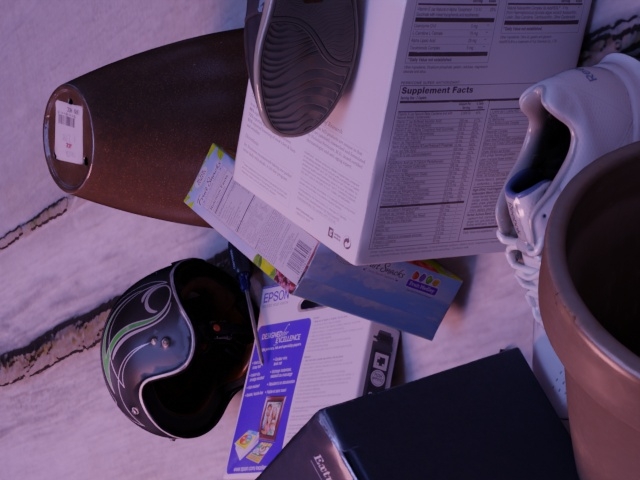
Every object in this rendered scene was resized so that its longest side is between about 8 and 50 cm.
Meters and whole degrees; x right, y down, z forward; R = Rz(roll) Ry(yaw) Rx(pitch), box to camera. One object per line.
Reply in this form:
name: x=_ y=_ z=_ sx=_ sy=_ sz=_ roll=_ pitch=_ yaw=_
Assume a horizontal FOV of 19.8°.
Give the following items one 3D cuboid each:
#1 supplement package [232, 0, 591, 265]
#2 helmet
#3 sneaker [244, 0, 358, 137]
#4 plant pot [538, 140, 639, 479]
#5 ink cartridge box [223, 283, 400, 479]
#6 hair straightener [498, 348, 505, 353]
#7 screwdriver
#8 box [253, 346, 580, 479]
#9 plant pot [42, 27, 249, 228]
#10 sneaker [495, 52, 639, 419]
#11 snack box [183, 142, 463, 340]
supplement package: x=0.075 y=-0.142 z=1.535 sx=0.199 sy=0.198 sz=0.262 roll=36 pitch=122 yaw=48
helmet: x=-0.152 y=0.118 z=1.923 sx=0.161 sy=0.169 sz=0.169 roll=-46 pitch=56 yaw=28
sneaker: x=-0.026 y=-0.199 z=1.449 sx=0.118 sy=0.083 sz=0.222 roll=-140 pitch=51 yaw=-64
plant pot: x=0.267 y=0.092 z=1.283 sx=0.263 sy=0.263 sz=0.229 roll=54 pitch=152 yaw=36
ink cartridge box: x=-0.005 y=0.136 z=1.794 sx=0.206 sy=0.045 sz=0.208 roll=-12 pitch=63 yaw=54
hair straightener: x=0.153 y=0.210 z=1.618 sx=0.089 sy=0.047 sz=0.230 roll=13 pitch=100 yaw=29
screwdriver: x=-0.077 y=0.063 z=1.889 sx=0.025 sy=0.024 sz=0.170 roll=-21 pitch=50 yaw=15
box: x=0.064 y=0.321 z=1.508 sx=0.293 sy=0.212 sz=0.395 roll=62 pitch=143 yaw=19
plant pot: x=-0.151 y=-0.107 z=1.833 sx=0.215 sy=0.230 sz=0.215 roll=9 pitch=101 yaw=54
sneaker: x=0.190 y=0.000 z=1.453 sx=0.111 sy=0.129 sz=0.297 roll=17 pitch=109 yaw=51
snack box: x=0.000 y=0.000 z=1.665 sx=0.207 sy=0.174 sz=0.070 roll=37 pitch=103 yaw=49
